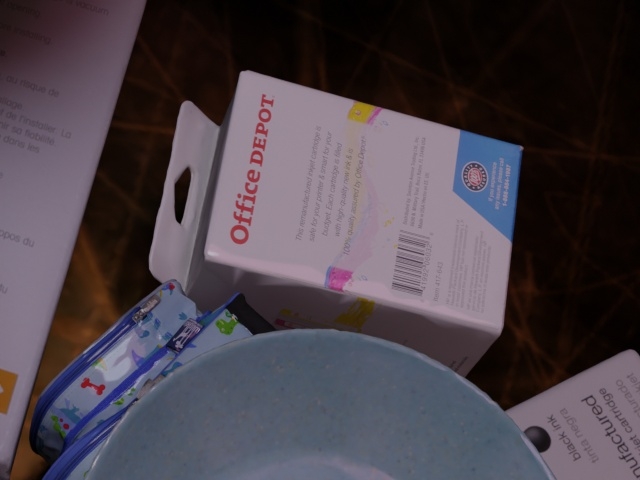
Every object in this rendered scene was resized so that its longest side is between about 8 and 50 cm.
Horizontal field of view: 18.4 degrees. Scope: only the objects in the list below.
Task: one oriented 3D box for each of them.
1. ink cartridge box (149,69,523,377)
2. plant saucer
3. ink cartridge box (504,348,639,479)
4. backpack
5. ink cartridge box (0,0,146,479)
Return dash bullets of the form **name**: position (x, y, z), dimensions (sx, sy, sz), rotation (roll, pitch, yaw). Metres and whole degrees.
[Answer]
- **ink cartridge box**: position (0.000, 0.000, 0.829), dimensions (0.143, 0.090, 0.092), rotation (15, 60, -9)
- **plant saucer**: position (0.001, 0.128, 0.688), dimensions (0.195, 0.037, 0.195), rotation (8, 66, -18)
- **ink cartridge box**: position (0.071, 0.155, 0.773), dimensions (0.203, 0.086, 0.148), rotation (-24, 74, -27)
- **backpack**: position (-0.065, 0.080, 0.760), dimensions (0.084, 0.105, 0.114), rotation (39, 62, 11)
- **ink cartridge box**: position (-0.234, -0.076, 0.809), dimensions (0.303, 0.072, 0.307), rotation (17, 57, -8)
